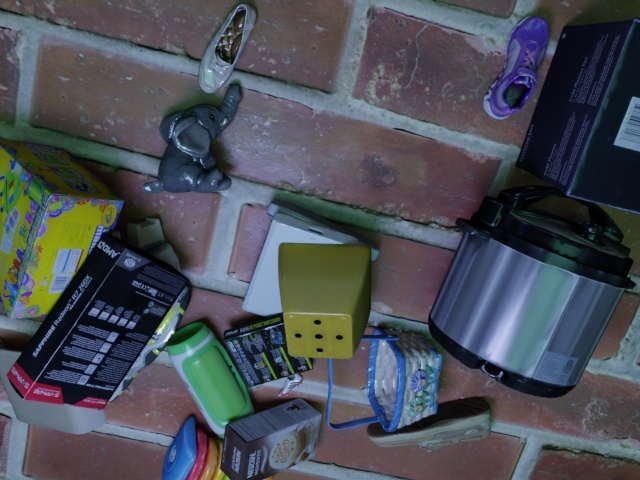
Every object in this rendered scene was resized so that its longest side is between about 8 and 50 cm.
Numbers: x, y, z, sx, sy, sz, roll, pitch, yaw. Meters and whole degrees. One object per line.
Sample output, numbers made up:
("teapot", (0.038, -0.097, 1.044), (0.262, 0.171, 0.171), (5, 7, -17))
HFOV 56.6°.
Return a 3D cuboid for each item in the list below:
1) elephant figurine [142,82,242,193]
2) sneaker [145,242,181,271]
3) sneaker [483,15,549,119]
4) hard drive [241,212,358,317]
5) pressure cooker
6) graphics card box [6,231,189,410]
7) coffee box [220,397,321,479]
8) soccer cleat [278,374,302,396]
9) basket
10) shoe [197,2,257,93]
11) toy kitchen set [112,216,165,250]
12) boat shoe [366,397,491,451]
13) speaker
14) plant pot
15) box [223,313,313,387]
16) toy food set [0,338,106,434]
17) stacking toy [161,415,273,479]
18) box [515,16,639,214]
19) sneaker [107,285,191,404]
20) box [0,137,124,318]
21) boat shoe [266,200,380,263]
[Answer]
("elephant figurine", (-0.285, -0.232, 1.342), (0.169, 0.186, 0.240), (5, 104, 22))
("sneaker", (-0.451, 0.088, 1.478), (0.212, 0.080, 0.094), (-21, 119, 4))
("sneaker", (0.454, -0.383, 1.333), (0.095, 0.104, 0.236), (18, 105, -6))
("hard drive", (-0.057, 0.084, 1.441), (0.203, 0.040, 0.308), (18, 129, -7))
("pressure cooker", (0.481, 0.089, 1.338), (0.375, 0.370, 0.420), (28, 106, 29))
("graphics card box", (-0.483, 0.188, 1.325), (0.094, 0.233, 0.371), (31, 86, 33))
("coffee box", (-0.126, 0.521, 1.541), (0.246, 0.098, 0.141), (-8, 113, -41))
("soccer cleat", (-0.086, 0.390, 1.607), (0.083, 0.029, 0.036), (-39, 96, 7))
("basket", (0.155, 0.347, 1.507), (0.288, 0.201, 0.255), (-3, 109, -11))
("shoe", (-0.213, -0.428, 1.322), (0.076, 0.058, 0.219), (28, 105, -10))
("toy kitchen set", (-0.511, 0.012, 1.455), (0.207, 0.166, 0.122), (9, 111, 34))
("boat shoe", (0.298, 0.520, 1.610), (0.341, 0.122, 0.110), (-9, 107, 0))
("speaker", (-0.281, 0.362, 1.540), (0.131, 0.131, 0.297), (-23, 107, 6))
("plant pot", (0.006, 0.148, 1.337), (0.212, 0.187, 0.212), (1, 130, 6))
("box", (-0.131, 0.284, 1.536), (0.184, 0.045, 0.191), (-19, 125, 3))
("toy food set", (-0.690, 0.356, 1.504), (0.306, 0.092, 0.220), (0, 111, 28))
("stacking toy", (-0.265, 0.621, 1.628), (0.301, 0.175, 0.166), (23, 107, -23))
("box", (0.601, -0.270, 1.265), (0.178, 0.312, 0.343), (13, 108, -6))
("sneaker", (-0.474, 0.245, 1.489), (0.147, 0.145, 0.385), (41, 99, -11))
("box", (-0.622, -0.030, 1.307), (0.279, 0.177, 0.290), (35, 108, 30))
("boat shoe", (0.000, 0.000, 1.441), (0.302, 0.109, 0.094), (25, 102, -12))
